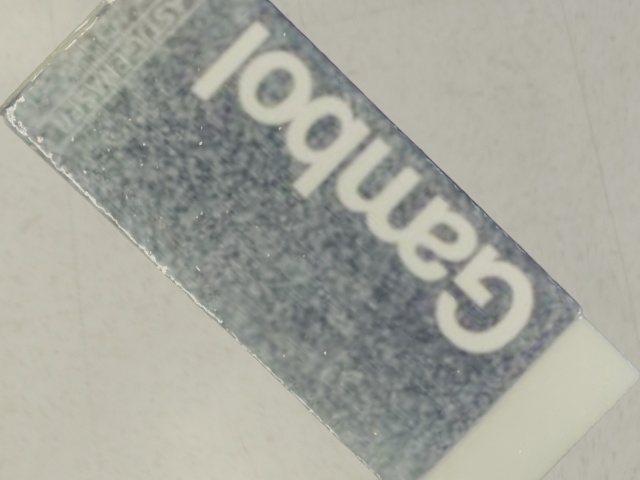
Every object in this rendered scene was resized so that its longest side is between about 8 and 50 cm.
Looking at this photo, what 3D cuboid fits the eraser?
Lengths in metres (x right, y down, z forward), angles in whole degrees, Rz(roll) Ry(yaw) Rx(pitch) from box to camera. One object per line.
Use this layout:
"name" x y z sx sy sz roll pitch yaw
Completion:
"eraser" 0.000 0.000 0.534 0.212 0.046 0.092 45 91 -1
